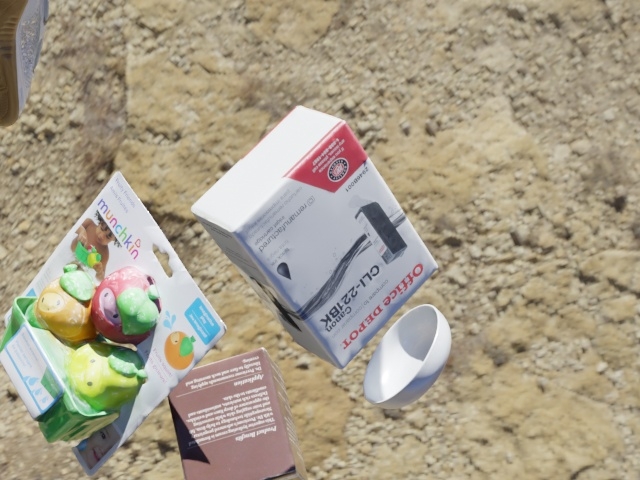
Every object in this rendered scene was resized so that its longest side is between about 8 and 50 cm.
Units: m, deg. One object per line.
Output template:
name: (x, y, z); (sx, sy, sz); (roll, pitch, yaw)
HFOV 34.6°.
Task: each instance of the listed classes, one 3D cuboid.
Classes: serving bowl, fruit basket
serving bowl: (0.067, 0.088, 0.742); (0.027, 0.083, 0.083); (35, 62, -17)
fruit basket: (-0.337, 0.128, 1.562); (0.165, 0.353, 0.327); (-2, 49, -53)

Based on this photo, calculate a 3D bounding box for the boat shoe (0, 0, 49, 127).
boat shoe: (-0.292, -0.229, 0.923); (0.098, 0.277, 0.096); (20, 49, -3)

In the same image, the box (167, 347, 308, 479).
box: (-0.130, 0.301, 1.614); (0.169, 0.167, 0.203); (-16, 68, 1)

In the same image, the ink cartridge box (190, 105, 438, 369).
ink cartridge box: (0.000, 0.000, 1.304); (0.197, 0.114, 0.273); (-46, 126, -14)
